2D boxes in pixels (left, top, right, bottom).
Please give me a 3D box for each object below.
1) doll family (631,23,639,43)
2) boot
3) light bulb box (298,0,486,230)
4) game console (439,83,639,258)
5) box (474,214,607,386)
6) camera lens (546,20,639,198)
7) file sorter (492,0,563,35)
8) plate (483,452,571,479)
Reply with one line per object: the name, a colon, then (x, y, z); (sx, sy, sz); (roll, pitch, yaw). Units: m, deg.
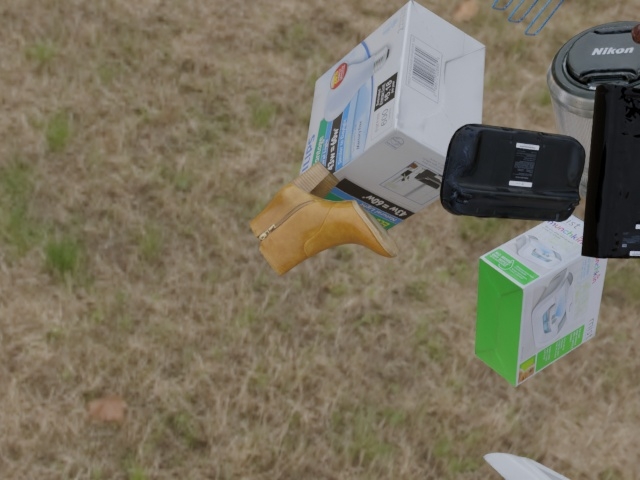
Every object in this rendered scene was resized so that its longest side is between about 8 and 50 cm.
doll family: (0.457, -0.288, 1.150); (0.112, 0.193, 0.076); (-12, 52, -15)
boot: (-0.001, -0.001, 1.825); (0.211, 0.104, 0.295); (-46, 54, 6)
light bulb box: (0.151, -0.250, 2.047); (0.225, 0.361, 0.357); (26, 55, -26)
game console: (0.295, -0.087, 1.130); (0.362, 0.213, 0.044); (2, 4, -31)
box: (0.425, 0.111, 1.840); (0.231, 0.261, 0.127); (-25, 43, -25)
camera lens: (0.512, -0.216, 1.615); (0.220, 0.274, 0.219); (-13, 45, 13)
file sorter: (0.365, -0.476, 1.781); (0.170, 0.104, 0.118); (43, 23, 11)
plate: (0.423, 0.428, 1.489); (0.278, 0.045, 0.277); (29, 1, -16)
